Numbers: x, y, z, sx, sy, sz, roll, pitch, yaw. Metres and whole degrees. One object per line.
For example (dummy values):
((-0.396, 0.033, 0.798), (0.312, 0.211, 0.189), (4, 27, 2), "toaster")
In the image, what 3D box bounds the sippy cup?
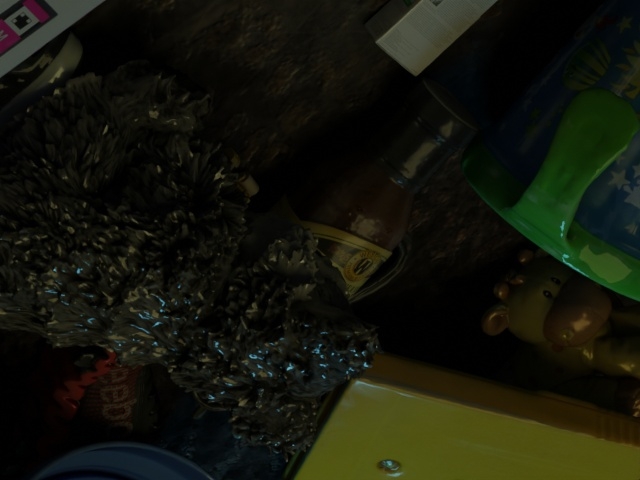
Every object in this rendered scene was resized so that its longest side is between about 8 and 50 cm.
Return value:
((0.277, -0.098, 1.402), (0.240, 0.305, 0.224), (26, 110, -17), "sippy cup")

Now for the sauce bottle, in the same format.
((0.000, 0.000, 1.434), (0.111, 0.111, 0.344), (26, 113, -43), "sauce bottle")

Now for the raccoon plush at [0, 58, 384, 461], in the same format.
((-0.175, 0.071, 1.202), (0.446, 0.299, 0.216), (-28, 162, -28), "raccoon plush")

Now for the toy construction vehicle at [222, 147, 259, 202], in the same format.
((-0.103, -0.032, 1.402), (0.098, 0.035, 0.086), (-30, 139, 1), "toy construction vehicle")

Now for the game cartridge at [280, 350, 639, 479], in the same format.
((0.146, 0.231, 1.654), (0.324, 0.052, 0.285), (14, 142, -10), "game cartridge")

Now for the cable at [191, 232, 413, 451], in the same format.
((-0.030, 0.081, 1.563), (0.139, 0.072, 0.287), (24, 106, -23), "cable")

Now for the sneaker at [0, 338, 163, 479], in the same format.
((-0.193, 0.119, 1.457), (0.135, 0.097, 0.276), (9, 128, -35), "sneaker")

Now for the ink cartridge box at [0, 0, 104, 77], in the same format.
((-0.248, -0.177, 1.072), (0.371, 0.175, 0.069), (-36, 138, 8), "ink cartridge box")

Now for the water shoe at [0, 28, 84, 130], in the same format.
((-0.275, -0.107, 1.224), (0.203, 0.073, 0.080), (-39, 114, 8), "water shoe")

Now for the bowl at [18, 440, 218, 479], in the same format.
((-0.165, 0.370, 1.389), (0.077, 0.391, 0.391), (-24, 146, 35), "bowl")

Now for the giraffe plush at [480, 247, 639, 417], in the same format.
((0.254, 0.084, 1.648), (0.210, 0.181, 0.170), (-6, 134, 27), "giraffe plush")

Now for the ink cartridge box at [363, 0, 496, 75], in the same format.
((0.100, -0.198, 1.354), (0.115, 0.029, 0.063), (-42, 136, 13), "ink cartridge box")
